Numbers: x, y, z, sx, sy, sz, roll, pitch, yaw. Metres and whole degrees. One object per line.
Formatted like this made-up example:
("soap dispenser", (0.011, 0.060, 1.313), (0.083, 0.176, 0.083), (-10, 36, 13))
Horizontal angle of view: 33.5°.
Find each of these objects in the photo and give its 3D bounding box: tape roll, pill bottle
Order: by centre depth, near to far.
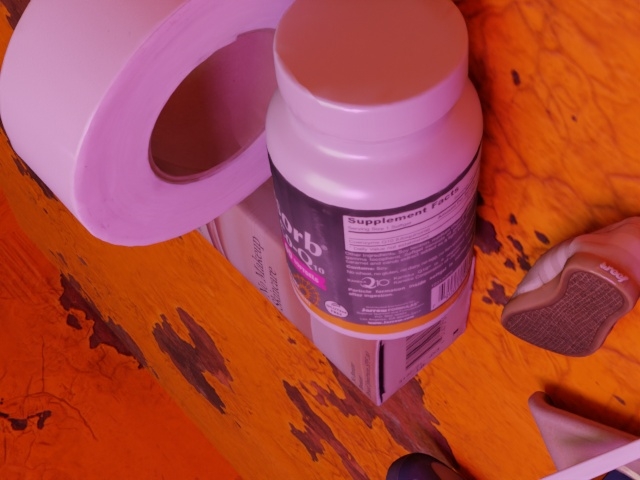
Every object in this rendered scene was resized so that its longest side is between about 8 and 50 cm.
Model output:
("pill bottle", (0.042, -0.056, 0.819), (0.162, 0.162, 0.278), (41, 157, 29))
("tape roll", (-0.102, -0.132, 0.832), (0.100, 0.286, 0.286), (45, 159, 22))

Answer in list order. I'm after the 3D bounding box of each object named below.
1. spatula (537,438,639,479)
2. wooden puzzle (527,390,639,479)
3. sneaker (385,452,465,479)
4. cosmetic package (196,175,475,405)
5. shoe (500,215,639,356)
("spatula", (0.267, 0.222, 0.826), (0.242, 0.019, 0.168), (-45, 64, 50))
("wooden puzzle", (0.332, 0.311, 0.923), (0.348, 0.080, 0.322), (20, 143, 56))
("sneaker", (0.215, 0.362, 1.262), (0.319, 0.112, 0.131), (45, 142, 12))
("cosmetic package", (0.000, 0.000, 1.051), (0.296, 0.129, 0.153), (42, 159, 27))
("shoe", (0.197, 0.039, 0.810), (0.076, 0.058, 0.219), (30, 162, 2))
